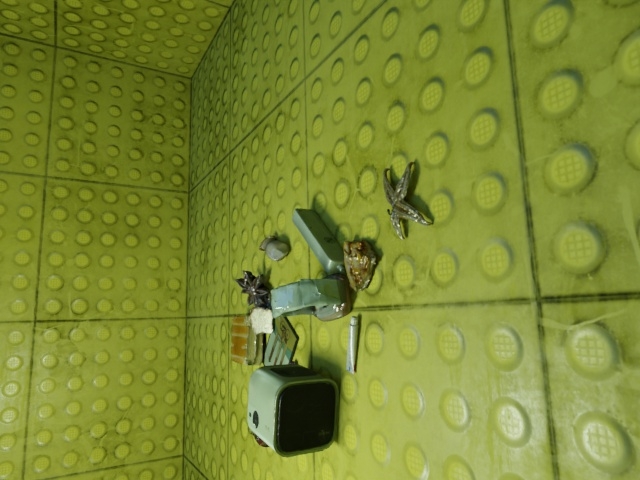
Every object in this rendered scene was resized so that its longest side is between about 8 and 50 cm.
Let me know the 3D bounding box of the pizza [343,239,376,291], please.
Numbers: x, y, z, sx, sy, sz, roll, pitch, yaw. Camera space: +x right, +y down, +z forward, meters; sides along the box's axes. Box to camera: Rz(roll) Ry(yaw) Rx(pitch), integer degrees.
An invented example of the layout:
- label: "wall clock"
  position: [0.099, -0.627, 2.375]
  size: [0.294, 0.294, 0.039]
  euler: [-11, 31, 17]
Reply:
- label: "pizza"
  position: [0.129, 0.072, 1.474]
  size: [0.161, 0.062, 0.182]
  euler: [-23, 65, 56]

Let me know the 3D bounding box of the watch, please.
- label: "watch"
  position: [-0.049, 0.202, 1.588]
  size: [0.253, 0.241, 0.162]
  euler: [-35, 55, 53]

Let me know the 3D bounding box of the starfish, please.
- label: "starfish"
  position: [0.237, -0.128, 1.323]
  size: [0.138, 0.050, 0.248]
  euler: [-39, 56, 50]

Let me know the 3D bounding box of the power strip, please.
- label: "power strip"
  position: [0.000, -0.001, 1.679]
  size: [0.385, 0.091, 0.062]
  euler: [55, 134, 47]

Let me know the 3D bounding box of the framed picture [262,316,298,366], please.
- label: "framed picture"
  position: [-0.185, 0.492, 2.022]
  size: [0.244, 0.013, 0.324]
  euler: [48, 127, 53]

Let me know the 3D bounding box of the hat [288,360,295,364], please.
- label: "hat"
  position: [-0.149, 0.603, 1.849]
  size: [0.128, 0.140, 0.228]
  euler: [1, 74, 50]

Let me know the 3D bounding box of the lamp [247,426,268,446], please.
- label: "lamp"
  position: [-0.245, 0.811, 1.963]
  size: [0.156, 0.134, 0.157]
  euler: [-28, 64, 56]

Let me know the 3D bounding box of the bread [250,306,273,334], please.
- label: "bread"
  position: [-0.263, 0.370, 2.095]
  size: [0.126, 0.044, 0.129]
  euler: [-2, 89, 28]

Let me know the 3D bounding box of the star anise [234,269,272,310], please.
- label: "star anise"
  position: [-0.301, 0.249, 2.171]
  size: [0.262, 0.081, 0.230]
  euler: [39, 125, 20]

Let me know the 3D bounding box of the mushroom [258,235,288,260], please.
- label: "mushroom"
  position: [-0.209, 0.037, 2.044]
  size: [0.212, 0.088, 0.097]
  euler: [36, 109, 63]

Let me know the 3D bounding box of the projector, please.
- label: "projector"
  position: [-0.101, 0.594, 1.623]
  size: [0.249, 0.248, 0.249]
  euler: [-4, 83, 60]

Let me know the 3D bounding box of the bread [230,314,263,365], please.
- label: "bread"
  position: [-0.357, 0.483, 2.219]
  size: [0.246, 0.111, 0.239]
  euler: [-13, 75, 61]

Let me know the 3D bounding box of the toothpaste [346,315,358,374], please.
- label: "toothpaste"
  position: [0.107, 0.347, 1.513]
  size: [0.048, 0.031, 0.191]
  euler: [15, 103, 57]
